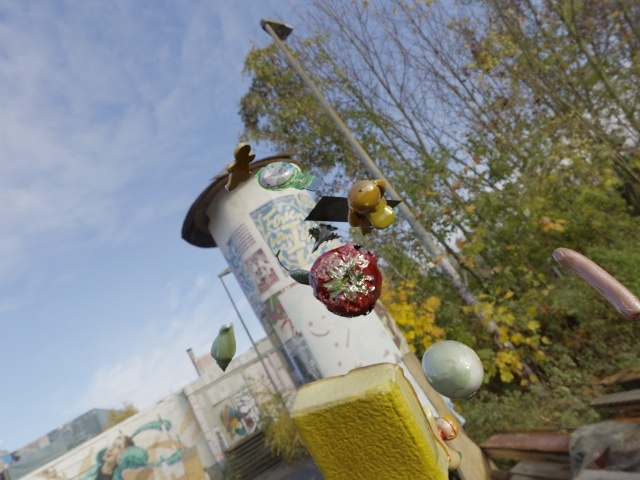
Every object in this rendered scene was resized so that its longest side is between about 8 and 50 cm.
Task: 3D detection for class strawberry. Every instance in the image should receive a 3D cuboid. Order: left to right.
[{"bbox_3d":[0.088,0.145,1.478,0.274,0.274,0.220,-28,-17,-15],"label":"strawberry"}]

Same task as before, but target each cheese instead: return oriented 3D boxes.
[{"bbox_3d":[-0.145,-0.280,1.853,0.203,0.321,0.083,-58,-29,-36],"label":"cheese"}]

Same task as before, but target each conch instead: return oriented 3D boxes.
[{"bbox_3d":[-0.250,0.285,1.110,0.088,0.065,0.180,-33,-39,-54],"label":"conch"}]

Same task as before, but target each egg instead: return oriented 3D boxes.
[{"bbox_3d":[0.662,0.644,2.050,0.279,0.278,0.336,-29,8,-8],"label":"egg"}]

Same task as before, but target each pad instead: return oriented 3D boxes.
[{"bbox_3d":[0.136,-0.128,1.797,0.368,0.007,0.247,1,-21,-23],"label":"pad"}]

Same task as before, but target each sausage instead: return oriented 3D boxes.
[{"bbox_3d":[0.514,0.074,0.768,0.043,0.186,0.043,-13,-49,-16],"label":"sausage"}]

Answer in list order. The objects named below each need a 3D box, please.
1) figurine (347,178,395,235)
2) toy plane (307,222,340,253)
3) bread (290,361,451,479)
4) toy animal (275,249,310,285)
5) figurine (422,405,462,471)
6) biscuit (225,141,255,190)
[{"bbox_3d":[0.181,-0.129,1.576,0.215,0.215,0.228,-31,4,-3],"label":"figurine"},{"bbox_3d":[0.003,-0.016,1.937,0.160,0.082,0.234,13,-30,-19],"label":"toy plane"},{"bbox_3d":[0.125,0.507,1.071,0.324,0.332,0.143,-24,8,22],"label":"bread"},{"bbox_3d":[-0.125,0.146,2.007,0.079,0.253,0.070,-56,12,-14],"label":"toy animal"},{"bbox_3d":[0.534,0.880,1.851,0.222,0.324,0.124,-26,7,-26],"label":"figurine"},{"bbox_3d":[-0.339,-0.317,1.734,0.158,0.035,0.240,-42,-17,-38],"label":"biscuit"}]
